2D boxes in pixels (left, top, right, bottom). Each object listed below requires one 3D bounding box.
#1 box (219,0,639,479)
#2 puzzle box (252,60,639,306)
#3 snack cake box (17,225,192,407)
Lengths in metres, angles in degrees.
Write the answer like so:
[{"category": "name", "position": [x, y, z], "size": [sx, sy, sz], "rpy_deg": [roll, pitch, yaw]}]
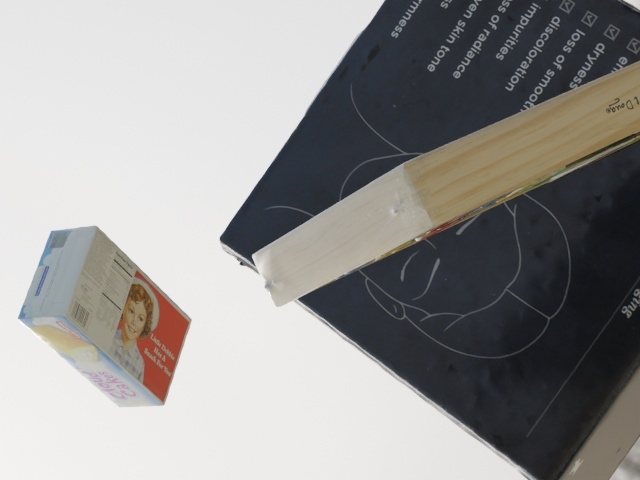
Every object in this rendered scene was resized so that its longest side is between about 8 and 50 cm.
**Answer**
[{"category": "box", "position": [0.235, -0.037, 1.688], "size": [0.480, 0.472, 0.297], "rpy_deg": [-55, -24, 3]}, {"category": "puzzle box", "position": [0.168, -0.068, 1.207], "size": [0.409, 0.052, 0.272], "rpy_deg": [-24, -3, -29]}, {"category": "snack cake box", "position": [-0.305, 0.114, 2.138], "size": [0.264, 0.089, 0.152], "rpy_deg": [51, -137, -45]}]
